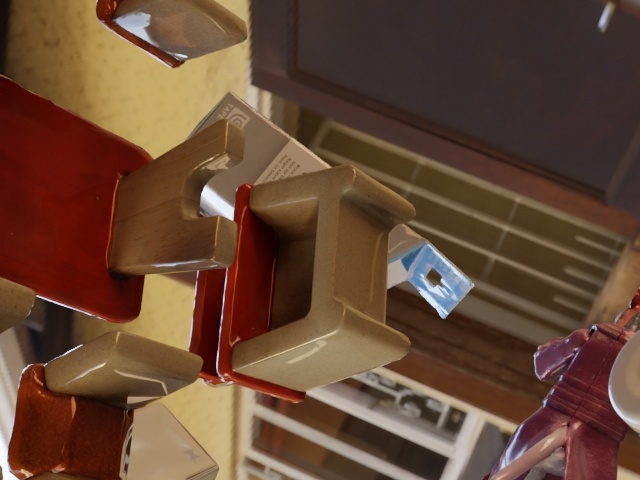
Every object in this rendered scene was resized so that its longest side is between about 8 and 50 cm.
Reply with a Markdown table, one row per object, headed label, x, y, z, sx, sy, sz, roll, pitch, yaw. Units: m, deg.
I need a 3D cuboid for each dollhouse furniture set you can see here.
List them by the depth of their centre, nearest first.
| label | x | y | z | sx | sy | sz | roll | pitch | yaw |
| --- | --- | --- | --- | --- | --- | --- | --- | --- | --- |
| dollhouse furniture set | -0.089 | -0.007 | 0.459 | 0.259 | 0.135 | 0.262 | 27 | -123 | -42 |

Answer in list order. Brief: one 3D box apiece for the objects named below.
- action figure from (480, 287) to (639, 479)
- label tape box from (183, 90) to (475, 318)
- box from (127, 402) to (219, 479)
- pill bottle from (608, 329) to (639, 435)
| label | x | y | z | sx | sy | sz | roll | pitch | yaw |
| --- | --- | --- | --- | --- | --- | --- | --- | --- | --- |
| action figure | 0.307 | 0.206 | 1.316 | 0.370 | 0.248 | 0.276 | -61 | -35 | -9 |
| label tape box | 0.000 | 0.000 | 1.291 | 0.115 | 0.348 | 0.249 | -49 | -7 | -9 |
| box | -0.195 | 0.289 | 1.019 | 0.113 | 0.094 | 0.275 | -15 | -42 | -44 |
| pill bottle | 0.287 | 0.133 | 0.764 | 0.094 | 0.169 | 0.094 | -38 | 26 | 22 |
